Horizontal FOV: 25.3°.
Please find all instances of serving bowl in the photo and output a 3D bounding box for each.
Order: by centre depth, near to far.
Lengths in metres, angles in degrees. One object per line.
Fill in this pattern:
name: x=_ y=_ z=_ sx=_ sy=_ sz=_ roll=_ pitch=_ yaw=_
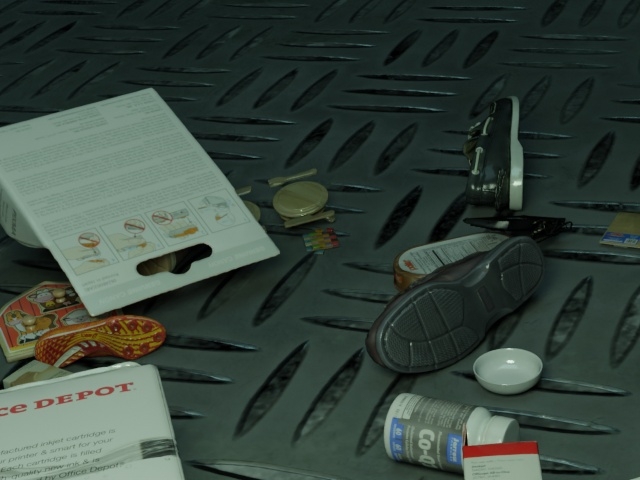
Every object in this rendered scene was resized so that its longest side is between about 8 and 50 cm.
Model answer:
serving bowl: x=0.228 y=0.163 z=1.727 sx=0.083 sy=0.027 sz=0.083 roll=-6 pitch=26 yaw=3

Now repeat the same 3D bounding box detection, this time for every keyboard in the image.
keyboard: x=0.286 y=-0.014 z=2.025 sx=0.100 sy=0.038 sz=0.192 roll=5 pitch=6 yaw=35

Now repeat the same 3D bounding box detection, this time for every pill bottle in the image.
pill bottle: x=0.146 y=0.217 z=1.580 sx=0.137 sy=0.078 sz=0.078 roll=8 pitch=30 yaw=28

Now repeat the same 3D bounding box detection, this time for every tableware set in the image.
tableware set: x=-0.080 y=-0.040 z=2.204 sx=0.194 sy=0.039 sz=0.128 roll=-15 pitch=39 yaw=-4

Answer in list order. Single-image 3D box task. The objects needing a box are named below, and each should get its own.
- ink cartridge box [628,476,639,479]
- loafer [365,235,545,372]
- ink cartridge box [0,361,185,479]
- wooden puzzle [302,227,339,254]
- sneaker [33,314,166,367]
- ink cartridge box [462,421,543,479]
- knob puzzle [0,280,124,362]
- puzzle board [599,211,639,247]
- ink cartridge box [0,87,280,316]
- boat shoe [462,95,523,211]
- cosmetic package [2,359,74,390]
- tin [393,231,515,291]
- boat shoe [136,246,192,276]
ink cartridge box: x=0.185 y=0.341 z=1.156 sx=0.308 sy=0.223 sz=0.129 roll=-14 pitch=26 yaw=-14
loafer: x=0.164 y=0.086 z=1.836 sx=0.303 sy=0.109 sz=0.095 roll=-29 pitch=13 yaw=-34
ink cartridge box: x=-0.266 y=0.306 z=1.401 sx=0.286 sy=0.166 sz=0.395 roll=-10 pitch=27 yaw=-8
wooden puzzle: x=0.000 y=0.000 z=2.136 sx=0.049 sy=0.006 sz=0.083 roll=-9 pitch=26 yaw=-5
sneaker: x=-0.293 y=0.126 z=1.895 sx=0.175 sy=0.064 sz=0.067 roll=-5 pitch=16 yaw=-3
ink cartridge box: x=0.181 y=0.286 z=1.369 sx=0.078 sy=0.134 sz=0.231 roll=-5 pitch=27 yaw=6
knob puzzle: x=-0.375 y=0.095 z=2.012 sx=0.213 sy=0.030 sz=0.213 roll=-6 pitch=26 yaw=3
puzzle board: x=0.474 y=-0.009 z=2.035 sx=0.128 sy=0.011 sz=0.096 roll=7 pitch=31 yaw=28
ink cartridge box: x=-0.287 y=-0.044 z=2.058 sx=0.308 sy=0.091 sz=0.385 roll=-19 pitch=54 yaw=-31
boat shoe: x=0.269 y=-0.146 z=2.246 sx=0.091 sy=0.114 sz=0.302 roll=2 pitch=26 yaw=4
cosmetic package: x=-0.337 y=0.192 z=1.791 sx=0.115 sy=0.041 sz=0.060 roll=12 pitch=31 yaw=34
tin: x=0.194 y=0.031 z=1.996 sx=0.190 sy=0.040 sz=0.106 roll=-12 pitch=22 yaw=-10
boat shoe: x=-0.314 y=-0.013 z=2.143 sx=0.285 sy=0.102 sz=0.092 roll=16 pitch=29 yaw=32
